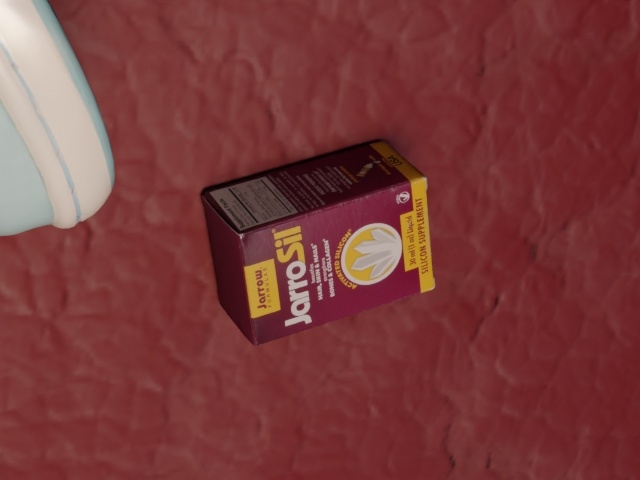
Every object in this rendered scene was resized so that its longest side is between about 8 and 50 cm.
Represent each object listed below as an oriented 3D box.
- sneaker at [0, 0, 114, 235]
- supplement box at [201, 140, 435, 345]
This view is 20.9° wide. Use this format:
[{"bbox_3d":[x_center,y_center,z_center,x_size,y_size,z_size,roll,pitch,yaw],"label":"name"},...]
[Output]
[{"bbox_3d":[-0.216,-0.088,0.511,0.208,0.127,0.319,-38,115,-8],"label":"sneaker"},{"bbox_3d":[0.000,0.000,0.707,0.083,0.043,0.055,-18,122,-17],"label":"supplement box"}]
